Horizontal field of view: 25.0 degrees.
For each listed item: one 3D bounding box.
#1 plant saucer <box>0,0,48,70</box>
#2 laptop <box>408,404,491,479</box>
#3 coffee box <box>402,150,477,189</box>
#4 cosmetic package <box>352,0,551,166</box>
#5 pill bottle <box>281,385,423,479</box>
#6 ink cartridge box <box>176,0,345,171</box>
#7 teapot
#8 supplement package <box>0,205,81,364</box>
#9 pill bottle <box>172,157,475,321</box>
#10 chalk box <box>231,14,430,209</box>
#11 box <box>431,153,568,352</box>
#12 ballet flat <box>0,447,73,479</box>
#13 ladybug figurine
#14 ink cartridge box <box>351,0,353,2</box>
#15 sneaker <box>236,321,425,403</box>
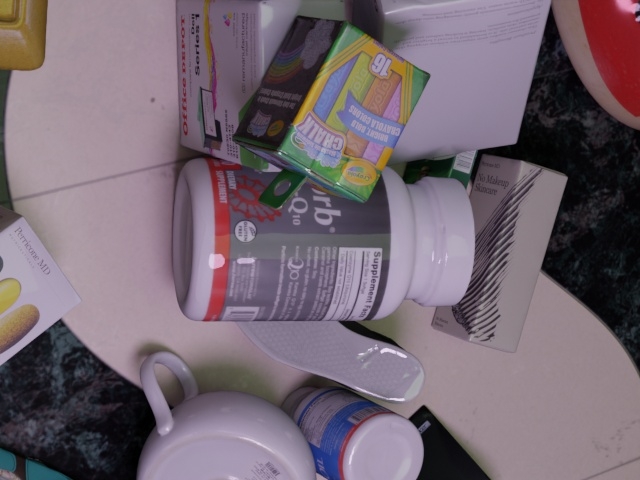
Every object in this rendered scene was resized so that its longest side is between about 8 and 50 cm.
[{"bbox_3d":[-0.458,-0.369,1.663,0.332,0.081,0.333,0,98,-29],"label":"plant saucer"},{"bbox_3d":[0.147,0.431,2.187,0.234,0.136,0.264,-41,141,-16],"label":"laptop"},{"bbox_3d":[0.159,-0.072,2.045,0.040,0.113,0.184,15,93,-32],"label":"coffee box"},{"bbox_3d":[0.155,-0.256,1.827,0.217,0.385,0.156,-9,66,-7],"label":"cosmetic package"},{"bbox_3d":[0.034,0.270,1.972,0.124,0.221,0.124,-5,101,-28],"label":"pill bottle"},{"bbox_3d":[-0.079,-0.202,1.792,0.117,0.278,0.201,-6,102,-25],"label":"ink cartridge box"},{"bbox_3d":[-0.123,0.290,1.918,0.252,0.187,0.256,7,117,0],"label":"teapot"},{"bbox_3d":[-0.436,0.083,1.725,0.244,0.134,0.139,-40,116,-17],"label":"supplement package"},{"bbox_3d":[0.000,0.000,1.867,0.362,0.210,0.210,0,99,-14],"label":"pill bottle"},{"bbox_3d":[0.001,-0.126,1.615,0.132,0.132,0.213,28,87,-28],"label":"chalk box"},{"bbox_3d":[0.263,0.018,2.121,0.094,0.113,0.275,15,90,-29],"label":"box"},{"bbox_3d":[-0.398,0.313,1.832,0.241,0.091,0.077,32,113,-26],"label":"ballet flat"},{"bbox_3d":[0.498,-0.355,2.140,0.305,0.162,0.449,-48,121,-19],"label":"ladybug figurine"},{"bbox_3d":[0.098,-0.476,1.809,0.197,0.270,0.198,-27,71,-23],"label":"ink cartridge box"},{"bbox_3d":[0.002,0.142,2.008,0.295,0.147,0.105,27,85,1],"label":"sneaker"}]
